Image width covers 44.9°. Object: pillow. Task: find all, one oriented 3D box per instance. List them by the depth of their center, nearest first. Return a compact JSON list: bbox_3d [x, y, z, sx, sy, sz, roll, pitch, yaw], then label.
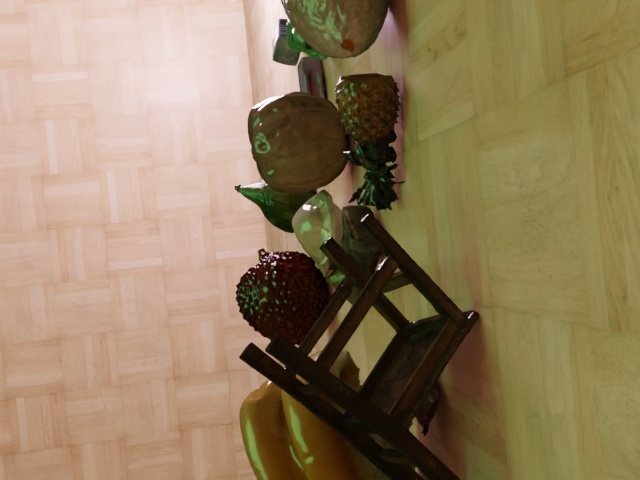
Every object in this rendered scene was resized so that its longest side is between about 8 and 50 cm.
[{"bbox_3d":[0.167,0.236,1.328,0.185,0.043,0.118,-102,14,-46],"label":"pillow"}]

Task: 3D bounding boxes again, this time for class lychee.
[{"bbox_3d":[-0.108,0.155,2.205,0.304,0.275,0.276,59,163,15],"label":"lychee"}]

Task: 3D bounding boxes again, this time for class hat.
[{"bbox_3d":[0.045,0.092,1.860,0.146,0.067,0.146,175,90,-80],"label":"hat"}]

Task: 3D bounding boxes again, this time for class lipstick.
[{"bbox_3d":[-0.091,-0.543,2.112,0.290,0.077,0.076,-95,19,-64],"label":"lipstick"}]

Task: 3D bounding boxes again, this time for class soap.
[{"bbox_3d":[-0.022,-0.396,1.995,0.100,0.056,0.149,141,123,-81],"label":"soap"}]

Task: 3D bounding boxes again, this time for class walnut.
[{"bbox_3d":[-0.047,-0.224,1.753,0.248,0.248,0.249,174,90,-80],"label":"walnut"}]

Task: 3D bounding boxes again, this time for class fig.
[{"bbox_3d":[-0.134,-0.118,2.286,0.203,0.235,0.203,179,90,-78],"label":"fig"}]

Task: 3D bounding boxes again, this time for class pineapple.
[{"bbox_3d":[0.093,-0.169,1.364,0.125,0.125,0.252,-117,18,-64],"label":"pineapple"}]

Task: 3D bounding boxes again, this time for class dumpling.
[{"bbox_3d":[0.000,0.000,1.868,0.252,0.131,0.180,115,145,-59],"label":"dumpling"}]

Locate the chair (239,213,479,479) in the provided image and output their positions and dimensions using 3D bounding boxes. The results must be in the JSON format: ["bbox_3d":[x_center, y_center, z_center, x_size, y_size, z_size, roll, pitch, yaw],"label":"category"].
[{"bbox_3d":[0.129,0.199,1.121,0.241,0.416,0.203,-53,8,-23],"label":"chair"}]

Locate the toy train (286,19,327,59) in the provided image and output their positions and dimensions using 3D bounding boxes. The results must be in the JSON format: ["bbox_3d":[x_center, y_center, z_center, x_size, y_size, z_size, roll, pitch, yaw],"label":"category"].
[{"bbox_3d":[-0.027,-0.483,1.843,0.149,0.081,0.099,21,130,31],"label":"toy train"}]

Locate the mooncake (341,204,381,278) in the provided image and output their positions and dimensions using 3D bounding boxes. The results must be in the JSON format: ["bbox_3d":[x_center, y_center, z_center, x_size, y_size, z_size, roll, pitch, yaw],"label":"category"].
[{"bbox_3d":[0.085,0.007,1.571,0.125,0.073,0.130,91,170,-49],"label":"mooncake"}]

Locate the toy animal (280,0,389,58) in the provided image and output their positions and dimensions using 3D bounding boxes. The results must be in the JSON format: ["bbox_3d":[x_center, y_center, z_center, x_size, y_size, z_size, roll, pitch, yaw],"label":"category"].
[{"bbox_3d":[0.023,-0.448,1.341,0.359,0.188,0.227,-107,9,-45],"label":"toy animal"}]

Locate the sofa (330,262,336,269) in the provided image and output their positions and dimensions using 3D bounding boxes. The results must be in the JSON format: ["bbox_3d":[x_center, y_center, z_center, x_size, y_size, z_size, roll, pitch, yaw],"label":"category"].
[{"bbox_3d":[0.028,0.017,2.000,0.118,0.039,0.060,-106,15,-47],"label":"sofa"}]

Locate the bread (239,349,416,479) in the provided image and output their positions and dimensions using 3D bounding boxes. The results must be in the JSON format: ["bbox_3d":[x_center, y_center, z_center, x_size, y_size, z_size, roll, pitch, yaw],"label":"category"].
[{"bbox_3d":[0.038,0.396,1.334,0.424,0.245,0.329,61,-149,-16],"label":"bread"}]
